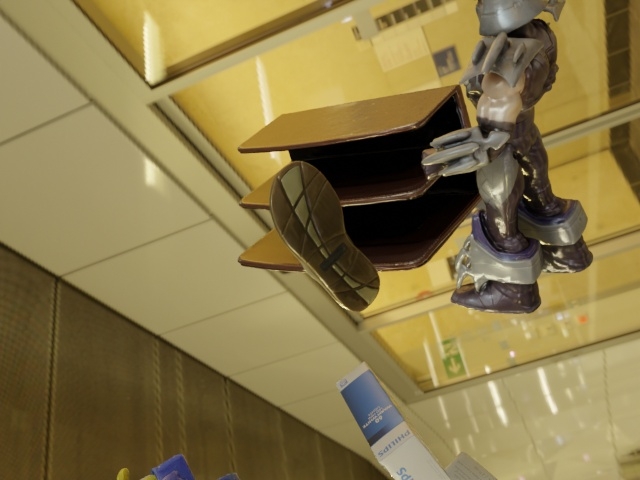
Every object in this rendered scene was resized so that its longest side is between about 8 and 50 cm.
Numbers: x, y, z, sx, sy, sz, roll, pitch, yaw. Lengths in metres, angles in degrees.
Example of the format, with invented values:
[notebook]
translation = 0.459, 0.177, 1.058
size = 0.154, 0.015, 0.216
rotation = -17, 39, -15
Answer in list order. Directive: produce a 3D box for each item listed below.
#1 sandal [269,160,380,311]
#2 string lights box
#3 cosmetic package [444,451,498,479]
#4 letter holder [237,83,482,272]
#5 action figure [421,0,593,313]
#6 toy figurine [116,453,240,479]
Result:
[sandal]
translation = 0.000, 0.000, 0.698
size = 0.180, 0.072, 0.049
rotation = 56, 166, -25
[string lights box]
translation = 0.123, 0.340, 1.197
size = 0.133, 0.076, 0.260
rotation = 53, 178, -22
[cosmetic package]
translation = 0.231, 0.516, 1.234
size = 0.117, 0.231, 0.086
rotation = 36, 142, 27
[letter holder]
translation = 0.023, -0.072, 0.867
size = 0.214, 0.301, 0.152
rotation = -43, -58, -41
[action figure]
translation = 0.145, -0.075, 0.524
size = 0.185, 0.099, 0.285
rotation = -43, -49, -35
[toy figurine]
translation = -0.147, 0.286, 0.553
size = 0.191, 0.217, 0.363
rotation = 47, 148, 20
